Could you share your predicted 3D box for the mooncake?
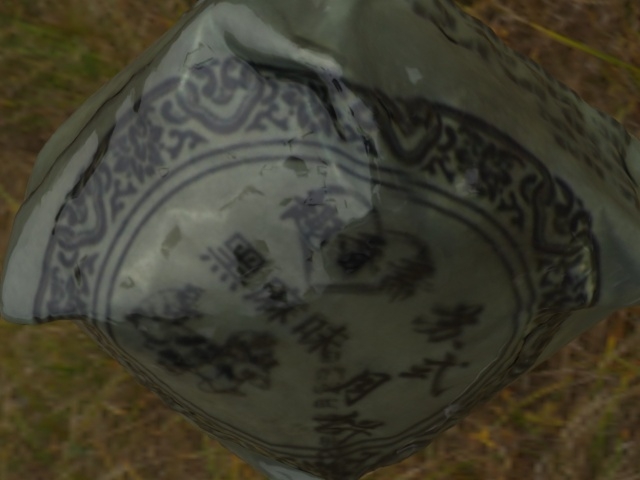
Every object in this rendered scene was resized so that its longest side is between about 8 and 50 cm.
[{"bbox_3d":[-0.001,0.003,0.885,0.250,0.254,0.136,-37,32,33],"label":"mooncake"}]
